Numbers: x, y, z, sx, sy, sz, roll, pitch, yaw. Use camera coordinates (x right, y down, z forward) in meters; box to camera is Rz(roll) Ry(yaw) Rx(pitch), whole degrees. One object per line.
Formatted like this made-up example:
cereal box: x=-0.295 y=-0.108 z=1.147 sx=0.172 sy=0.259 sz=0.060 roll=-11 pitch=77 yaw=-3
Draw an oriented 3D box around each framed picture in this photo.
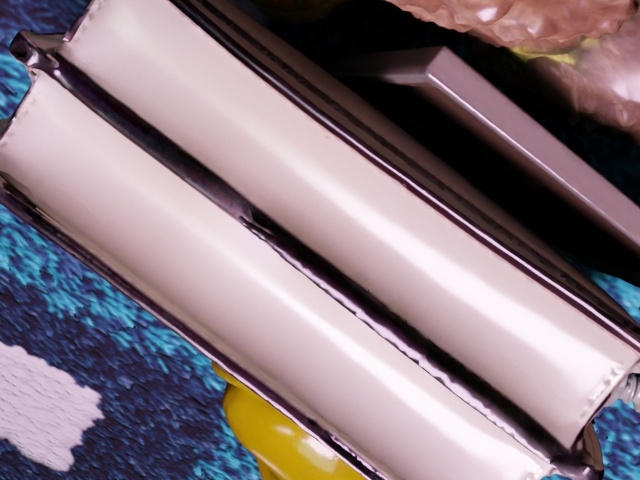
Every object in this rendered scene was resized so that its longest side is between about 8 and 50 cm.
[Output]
framed picture: x=0.101 y=-0.036 z=0.673 sx=0.192 sy=0.018 sz=0.265 roll=38 pitch=180 yaw=-12

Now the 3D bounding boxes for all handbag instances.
handbag: x=0.000 y=0.000 z=0.701 sx=0.358 sy=0.237 sz=0.160 roll=38 pitch=103 yaw=1

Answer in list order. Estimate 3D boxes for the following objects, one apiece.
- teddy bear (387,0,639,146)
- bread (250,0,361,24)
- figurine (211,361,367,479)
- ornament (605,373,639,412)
teddy bear: x=0.114 y=-0.187 z=0.542 sx=0.246 sy=0.222 sz=0.296 roll=13 pitch=103 yaw=44
bread: x=-0.053 y=-0.259 z=0.596 sx=0.084 sy=0.077 sz=0.367 roll=2 pitch=135 yaw=28
figurine: x=0.049 y=0.166 z=0.959 sx=0.169 sy=0.218 sz=0.327 roll=51 pitch=166 yaw=37
ornament: x=0.186 y=0.092 z=0.892 sx=0.092 sy=0.041 sz=0.068 roll=-2 pitch=140 yaw=17
